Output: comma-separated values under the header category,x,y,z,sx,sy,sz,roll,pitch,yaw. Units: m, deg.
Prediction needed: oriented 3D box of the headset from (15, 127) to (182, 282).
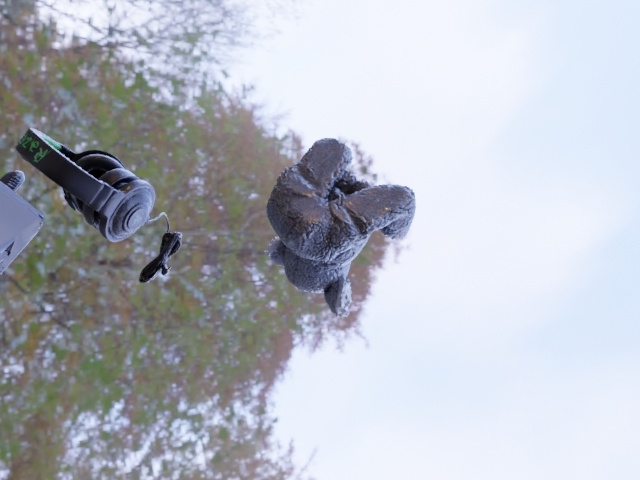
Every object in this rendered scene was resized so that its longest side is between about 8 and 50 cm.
category,x,y,z,sx,sy,sz,roll,pitch,yaw
headset,-0.421,-0.064,1.668,0.185,0.394,0.243,-55,-138,0

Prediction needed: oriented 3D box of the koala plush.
category,x,y,z,sx,sy,sz,roll,pitch,yaw
koala plush,0.000,0.000,1.310,0.196,0.203,0.221,38,-40,18

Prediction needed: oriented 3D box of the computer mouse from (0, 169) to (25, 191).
category,x,y,z,sx,sy,sz,roll,pitch,yaw
computer mouse,-0.818,-0.096,2.146,0.071,0.242,0.041,-8,-51,36

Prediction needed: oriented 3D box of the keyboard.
category,x,y,z,sx,sy,sz,roll,pitch,yaw
keyboard,-0.553,-0.022,1.276,0.033,0.317,0.201,35,-99,25
